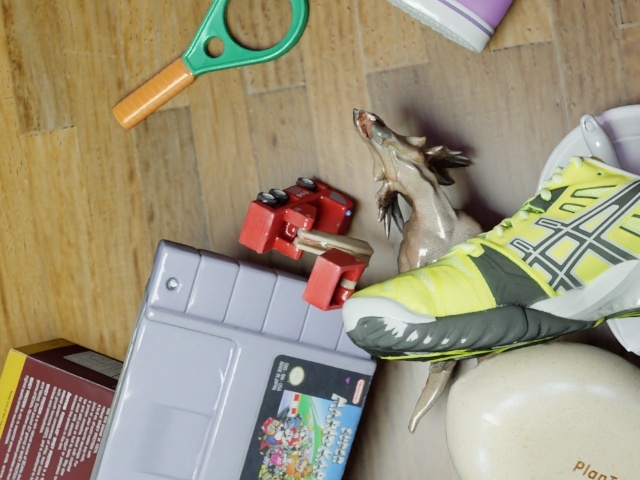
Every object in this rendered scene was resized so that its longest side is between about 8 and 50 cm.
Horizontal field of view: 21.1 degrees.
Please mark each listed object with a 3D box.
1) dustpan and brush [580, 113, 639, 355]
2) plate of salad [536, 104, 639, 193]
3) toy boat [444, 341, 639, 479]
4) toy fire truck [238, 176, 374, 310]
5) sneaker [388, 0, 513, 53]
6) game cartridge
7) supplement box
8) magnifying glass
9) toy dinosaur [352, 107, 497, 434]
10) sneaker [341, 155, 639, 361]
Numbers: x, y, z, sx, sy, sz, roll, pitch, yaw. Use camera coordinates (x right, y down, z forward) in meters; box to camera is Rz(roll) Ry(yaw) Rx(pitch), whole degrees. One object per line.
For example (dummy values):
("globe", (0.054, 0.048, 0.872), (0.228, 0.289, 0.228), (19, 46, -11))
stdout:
("dustpan and brush", (0.293, -0.021, 1.569), (0.147, 0.060, 0.211), (-28, 94, 0))
("plate of salad", (0.301, -0.027, 1.614), (0.200, 0.048, 0.200), (1, 93, 11))
("toy boat", (0.193, 0.235, 1.597), (0.267, 0.148, 0.318), (32, 103, -18))
("toy fire truck", (0.000, 0.000, 1.616), (0.135, 0.192, 0.047), (27, 111, 18))
("sneaker", (0.071, -0.315, 1.624), (0.282, 0.102, 0.161), (29, 95, -13))
("game cartridge", (-0.088, 0.196, 1.608), (0.230, 0.068, 0.355), (15, 97, -11))
("supplement box", (-0.227, 0.224, 1.717), (0.194, 0.129, 0.191), (20, 97, 13))
("magnifying glass", (-0.112, -0.188, 1.732), (0.231, 0.026, 0.092), (-35, 83, 11))
("toy dinosaur", (0.110, 0.025, 1.626), (0.127, 0.200, 0.295), (-12, 121, -25))
("sneaker", (0.196, 0.011, 1.475), (0.385, 0.145, 0.147), (-13, 85, -14))
